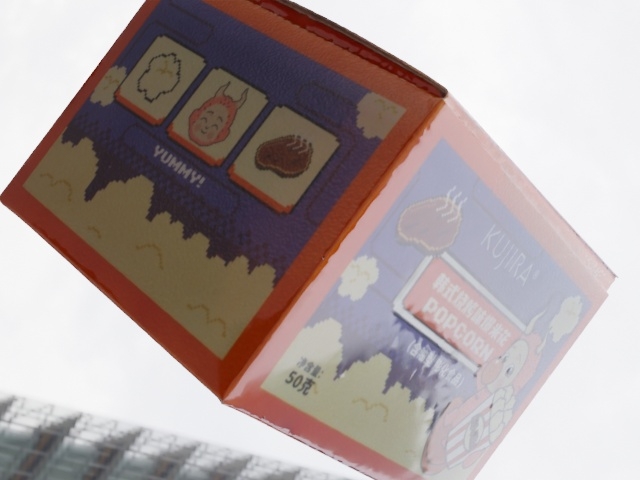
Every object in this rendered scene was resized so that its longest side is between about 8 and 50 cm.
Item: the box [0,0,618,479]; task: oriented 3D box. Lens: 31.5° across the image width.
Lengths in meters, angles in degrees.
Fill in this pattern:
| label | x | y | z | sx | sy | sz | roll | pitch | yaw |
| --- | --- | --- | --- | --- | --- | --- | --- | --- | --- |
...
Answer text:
| label | x | y | z | sx | sy | sz | roll | pitch | yaw |
| --- | --- | --- | --- | --- | --- | --- | --- | --- | --- |
| box | 0.000 | 0.000 | 0.920 | 0.318 | 0.349 | 0.257 | 33 | -94 | 41 |
